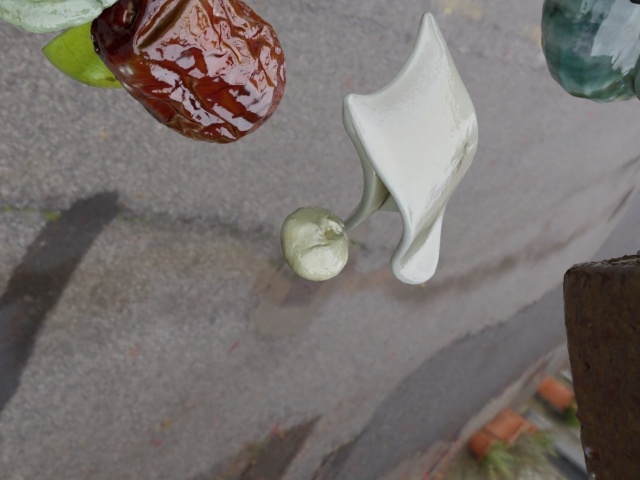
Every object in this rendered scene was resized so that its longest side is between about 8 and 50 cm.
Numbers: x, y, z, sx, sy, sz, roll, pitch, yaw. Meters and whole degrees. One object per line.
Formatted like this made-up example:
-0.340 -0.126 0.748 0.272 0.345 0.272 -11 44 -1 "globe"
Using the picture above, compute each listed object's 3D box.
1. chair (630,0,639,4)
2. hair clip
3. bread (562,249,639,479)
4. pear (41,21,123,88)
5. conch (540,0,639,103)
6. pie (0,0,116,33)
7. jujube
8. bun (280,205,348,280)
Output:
0.298 -0.307 0.988 0.221 0.145 0.140 -40 151 -65 "chair"
0.093 -0.070 1.102 0.172 0.113 0.282 -50 161 -36 "hair clip"
0.285 0.072 0.492 0.113 0.165 0.416 -9 180 -25 "bread"
-0.258 -0.328 1.593 0.288 0.139 0.239 -35 -174 -21 "pear"
0.362 -0.251 1.211 0.220 0.277 0.195 -44 167 24 "conch"
-0.337 -0.330 1.245 0.240 0.240 0.054 -34 151 -38 "pie"
-0.176 -0.255 1.436 0.216 0.216 0.342 -53 154 3 "jujube"
0.000 0.000 1.119 0.055 0.086 0.086 -21 179 36 "bun"
